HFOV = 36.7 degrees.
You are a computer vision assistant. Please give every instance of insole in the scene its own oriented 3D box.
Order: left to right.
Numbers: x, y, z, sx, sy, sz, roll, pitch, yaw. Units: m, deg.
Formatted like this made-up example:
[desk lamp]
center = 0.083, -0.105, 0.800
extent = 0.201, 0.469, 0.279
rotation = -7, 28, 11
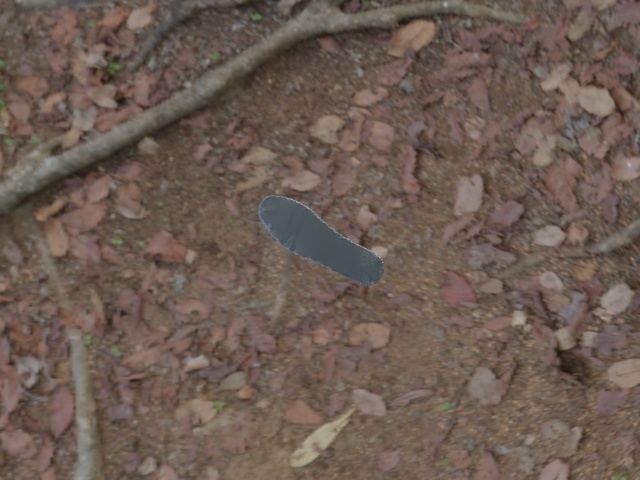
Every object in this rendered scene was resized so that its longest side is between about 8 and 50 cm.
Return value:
[insole]
center = 0.000, 0.000, 1.035
extent = 0.152, 0.002, 0.053
rotation = 28, 77, 3
